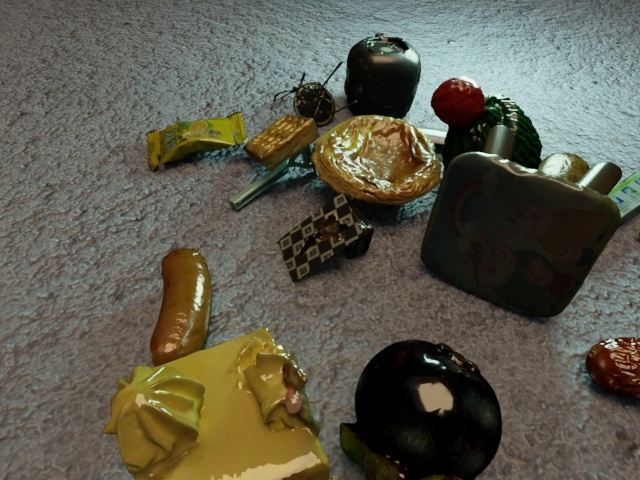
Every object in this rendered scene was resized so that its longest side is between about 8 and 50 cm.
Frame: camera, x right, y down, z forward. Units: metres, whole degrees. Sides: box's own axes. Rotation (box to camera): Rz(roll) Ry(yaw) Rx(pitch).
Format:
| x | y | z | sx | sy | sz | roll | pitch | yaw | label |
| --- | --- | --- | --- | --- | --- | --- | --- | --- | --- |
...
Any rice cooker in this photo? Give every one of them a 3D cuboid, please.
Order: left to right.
| x | y | z | sx | sy | sz | roll | pitch | yaw | label |
| --- | --- | --- | --- | --- | --- | --- | --- | --- | --- |
| 0.204 | -0.550 | 1.429 | 0.267 | 0.224 | 0.267 | 0 | 44 | 0 | rice cooker |

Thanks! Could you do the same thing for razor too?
| x | y | z | sx | sy | sz | roll | pitch | yaw | label |
| --- | --- | --- | --- | --- | --- | --- | --- | --- | --- |
| -0.126 | -0.169 | 1.140 | 0.278 | 0.111 | 0.056 | -35 | 46 | -21 | razor |

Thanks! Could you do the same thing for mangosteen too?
| x | y | z | sx | sy | sz | roll | pitch | yaw | label |
| --- | --- | --- | --- | --- | --- | --- | --- | --- | --- |
| 0.147 | 0.266 | 0.634 | 0.243 | 0.243 | 0.243 | 1 | 45 | -1 | mangosteen |

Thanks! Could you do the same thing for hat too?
| x | y | z | sx | sy | sz | roll | pitch | yaw | label |
| --- | --- | --- | --- | --- | --- | --- | --- | --- | --- |
| 0.379 | -0.266 | 1.066 | 0.332 | 0.242 | 0.274 | 27 | 39 | -37 | hat |

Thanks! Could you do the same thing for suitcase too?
| x | y | z | sx | sy | sz | roll | pitch | yaw | label |
| --- | --- | --- | --- | --- | --- | --- | --- | --- | --- |
| 0.068 | -0.029 | 0.996 | 0.059 | 0.086 | 0.126 | -13 | 46 | -24 | suitcase |

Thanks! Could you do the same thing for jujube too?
| x | y | z | sx | sy | sz | roll | pitch | yaw | label |
| --- | --- | --- | --- | --- | --- | --- | --- | --- | --- |
| 0.573 | 0.228 | 0.759 | 0.176 | 0.109 | 0.112 | -1 | 8 | 7 | jujube |

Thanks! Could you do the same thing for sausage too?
| x | y | z | sx | sy | sz | roll | pitch | yaw | label |
| --- | --- | --- | --- | --- | --- | --- | --- | --- | --- |
| -0.262 | 0.134 | 0.813 | 0.109 | 0.108 | 0.270 | -3 | 45 | -6 | sausage |

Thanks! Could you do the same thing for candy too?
| x | y | z | sx | sy | sz | roll | pitch | yaw | label |
| --- | --- | --- | --- | --- | --- | --- | --- | --- | --- |
| -0.365 | -0.302 | 1.246 | 0.297 | 0.081 | 0.187 | -18 | 48 | -3 | candy |

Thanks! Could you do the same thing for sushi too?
| x | y | z | sx | sy | sz | roll | pitch | yaw | label |
| --- | --- | --- | --- | --- | --- | --- | --- | --- | --- |
| 0.000 | 0.000 | 0.960 | 0.201 | 0.031 | 0.139 | -35 | 49 | 15 | sushi |

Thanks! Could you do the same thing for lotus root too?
| x | y | z | sx | sy | sz | roll | pitch | yaw | label |
| --- | --- | --- | --- | --- | --- | --- | --- | --- | --- |
| 0.620 | -0.153 | 1.111 | 0.145 | 0.128 | 0.260 | 1 | 38 | 44 | lotus root |

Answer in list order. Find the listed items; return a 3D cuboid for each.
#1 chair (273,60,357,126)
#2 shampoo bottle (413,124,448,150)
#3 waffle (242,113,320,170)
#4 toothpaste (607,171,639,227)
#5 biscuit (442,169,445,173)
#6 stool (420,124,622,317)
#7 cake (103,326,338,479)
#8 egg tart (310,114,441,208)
| x | y | z | sx | sy | sz | roll | pitch | yaw | label |
| --- | --- | --- | --- | --- | --- | --- | --- | --- | --- |
| -0.022 | -0.455 | 1.391 | 0.160 | 0.170 | 0.326 | -24 | 7 | -19 | chair |
| 0.331 | -0.321 | 1.328 | 0.234 | 0.049 | 0.087 | 12 | 47 | 9 | shampoo bottle |
| -0.112 | -0.269 | 1.152 | 0.168 | 0.057 | 0.274 | -38 | 26 | -5 | waffle |
| 0.758 | -0.083 | 1.100 | 0.337 | 0.067 | 0.081 | -26 | 52 | -25 | toothpaste |
| 0.393 | -0.194 | 1.228 | 0.078 | 0.015 | 0.091 | 15 | 46 | 11 | biscuit |
| 0.405 | -0.046 | 0.887 | 0.310 | 0.310 | 0.226 | 25 | 42 | 19 | stool |
| -0.123 | 0.262 | 0.556 | 0.228 | 0.286 | 0.222 | -17 | 48 | -19 | cake |
| 0.144 | -0.193 | 1.124 | 0.352 | 0.150 | 0.351 | 2 | 48 | -2 | egg tart |
